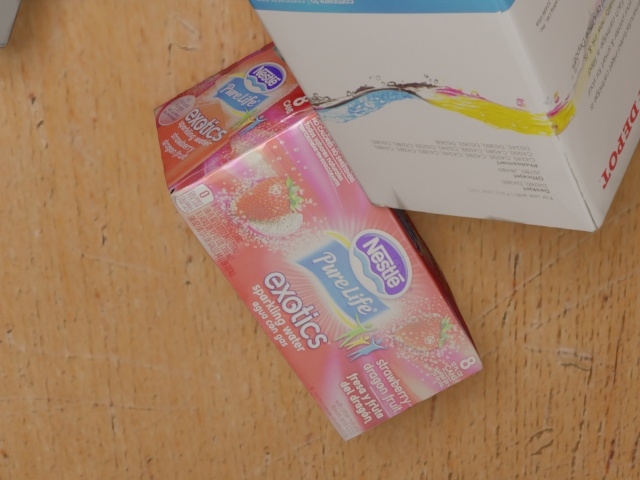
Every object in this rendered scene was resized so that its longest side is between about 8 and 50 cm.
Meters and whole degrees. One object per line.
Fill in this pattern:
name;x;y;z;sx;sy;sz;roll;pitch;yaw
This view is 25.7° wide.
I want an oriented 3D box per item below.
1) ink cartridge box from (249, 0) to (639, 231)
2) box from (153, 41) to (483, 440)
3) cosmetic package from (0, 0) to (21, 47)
ink cartridge box;0.102;-0.170;0.964;0.197;0.198;0.270;7;145;35
box;0.000;0.000;1.171;0.142;0.154;0.300;-29;122;7
cosmetic package;-0.308;-0.208;0.930;0.238;0.107;0.127;-5;127;-52
